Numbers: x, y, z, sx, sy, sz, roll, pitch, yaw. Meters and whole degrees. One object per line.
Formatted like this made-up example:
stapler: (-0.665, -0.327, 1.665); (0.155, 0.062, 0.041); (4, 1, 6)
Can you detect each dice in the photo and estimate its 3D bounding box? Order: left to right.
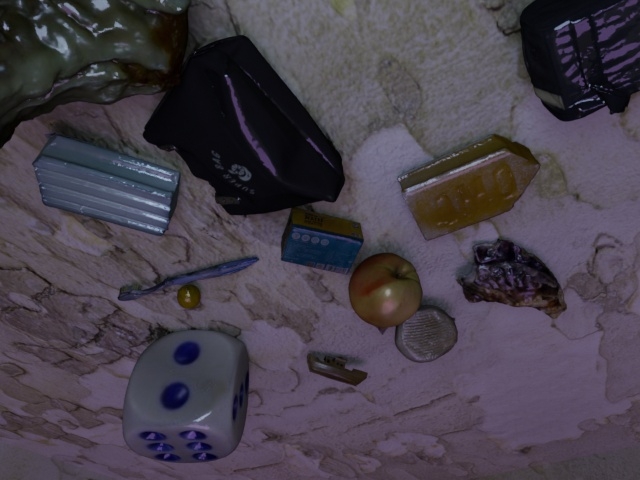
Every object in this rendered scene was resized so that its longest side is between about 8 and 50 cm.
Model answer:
dice: (-0.383, 0.462, 1.255); (0.303, 0.305, 0.277); (0, 134, 1)

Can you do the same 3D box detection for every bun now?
bun: (0.294, 0.260, 1.192); (0.172, 0.113, 0.167); (16, 91, 0)

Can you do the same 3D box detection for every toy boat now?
toy boat: (0.052, 0.414, 1.369); (0.205, 0.072, 0.064); (21, 147, -5)

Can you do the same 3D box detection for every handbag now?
handbag: (-0.156, -0.168, 0.781); (0.287, 0.152, 0.342); (-16, 133, 36)
handbag: (0.440, -0.305, 0.620); (0.254, 0.181, 0.181); (-22, 122, 21)

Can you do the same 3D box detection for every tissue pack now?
tissue pack: (0.000, 0.000, 0.970); (0.169, 0.082, 0.120); (13, 131, -11)

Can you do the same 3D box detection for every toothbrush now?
toothbrush: (-0.351, 0.099, 1.097); (0.412, 0.042, 0.035); (-14, 141, 11)

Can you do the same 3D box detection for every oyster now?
oyster: (0.487, 0.115, 1.072); (0.270, 0.101, 0.275); (0, 140, 21)

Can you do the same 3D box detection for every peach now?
peach: (0.153, 0.123, 1.025); (0.183, 0.184, 0.184); (0, 133, 0)

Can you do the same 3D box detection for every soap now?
soap: (-0.424, -0.110, 0.848); (0.261, 0.094, 0.150); (17, 142, -13)
soap: (0.309, -0.112, 0.866); (0.257, 0.080, 0.160); (-23, 130, 21)

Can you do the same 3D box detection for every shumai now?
shumai: (-0.333, -0.303, 0.533); (0.322, 0.324, 0.399); (-3, 96, -21)

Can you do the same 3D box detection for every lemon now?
lemon: (-0.353, 0.152, 1.129); (0.062, 0.062, 0.083); (5, 140, -5)

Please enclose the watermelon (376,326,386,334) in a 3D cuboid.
watermelon: (0.155, 0.202, 1.156); (0.121, 0.098, 0.158); (13, 136, -11)
